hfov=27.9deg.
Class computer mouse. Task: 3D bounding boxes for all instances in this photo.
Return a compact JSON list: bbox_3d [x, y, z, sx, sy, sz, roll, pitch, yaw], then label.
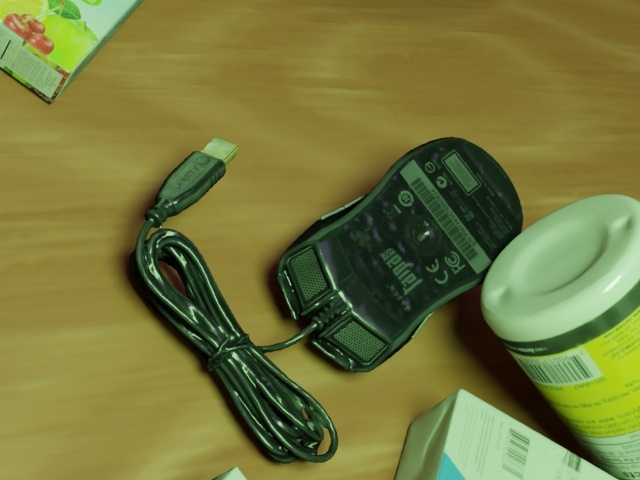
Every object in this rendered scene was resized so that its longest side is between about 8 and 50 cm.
[{"bbox_3d":[0.000,0.000,0.800,0.184,0.060,0.262,48,58,-3],"label":"computer mouse"}]

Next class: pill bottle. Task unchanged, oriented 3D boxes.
[{"bbox_3d":[0.201,0.083,0.802,0.208,0.119,0.119,51,44,-22],"label":"pill bottle"}]

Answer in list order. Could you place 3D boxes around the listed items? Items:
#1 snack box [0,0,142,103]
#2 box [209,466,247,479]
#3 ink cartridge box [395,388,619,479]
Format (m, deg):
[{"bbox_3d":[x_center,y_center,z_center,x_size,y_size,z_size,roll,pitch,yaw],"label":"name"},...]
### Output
[{"bbox_3d":[-0.169,-0.164,0.809,0.100,0.037,0.141,37,47,-8],"label":"snack box"},{"bbox_3d":[-0.047,0.216,0.593,0.145,0.038,0.186,53,32,-6],"label":"box"},{"bbox_3d":[0.130,0.180,0.759,0.180,0.060,0.104,31,48,-12],"label":"ink cartridge box"}]
